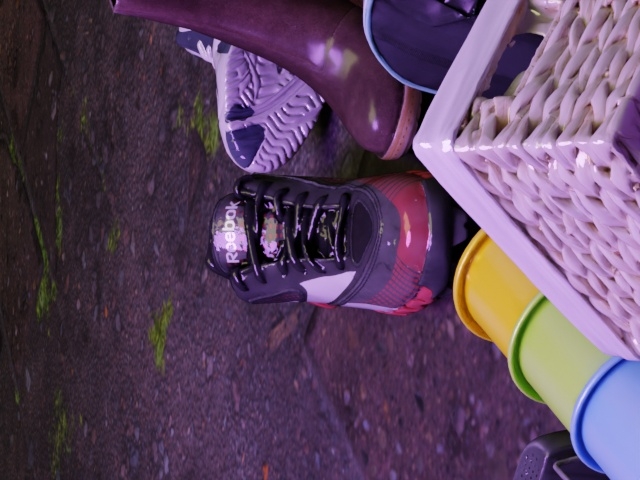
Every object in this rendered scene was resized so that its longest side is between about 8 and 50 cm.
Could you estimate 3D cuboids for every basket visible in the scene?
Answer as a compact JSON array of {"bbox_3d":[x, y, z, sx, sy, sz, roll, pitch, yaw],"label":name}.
[{"bbox_3d":[0.142,-0.034,0.673,0.103,0.167,0.113,2,56,51],"label":"basket"}]

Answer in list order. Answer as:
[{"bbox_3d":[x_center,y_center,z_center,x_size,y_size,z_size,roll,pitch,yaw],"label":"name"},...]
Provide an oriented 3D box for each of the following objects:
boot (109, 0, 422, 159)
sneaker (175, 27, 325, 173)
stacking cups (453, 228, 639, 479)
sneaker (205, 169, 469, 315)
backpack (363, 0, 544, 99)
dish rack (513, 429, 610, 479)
[{"bbox_3d":[-0.049,-0.150,1.129,0.248,0.207,0.090,-110,32,-43],"label":"boot"},{"bbox_3d":[-0.062,-0.151,1.309,0.153,0.094,0.235,142,127,-63],"label":"sneaker"},{"bbox_3d":[0.176,0.091,0.741,0.316,0.096,0.096,51,134,51],"label":"stacking cups"},{"bbox_3d":[0.000,0.001,1.092,0.276,0.135,0.098,175,99,-66],"label":"sneaker"},{"bbox_3d":[0.112,-0.143,0.767,0.166,0.188,0.144,119,151,-49],"label":"backpack"},{"bbox_3d":[0.158,0.236,0.773,0.271,0.074,0.208,-130,46,-56],"label":"dish rack"}]
